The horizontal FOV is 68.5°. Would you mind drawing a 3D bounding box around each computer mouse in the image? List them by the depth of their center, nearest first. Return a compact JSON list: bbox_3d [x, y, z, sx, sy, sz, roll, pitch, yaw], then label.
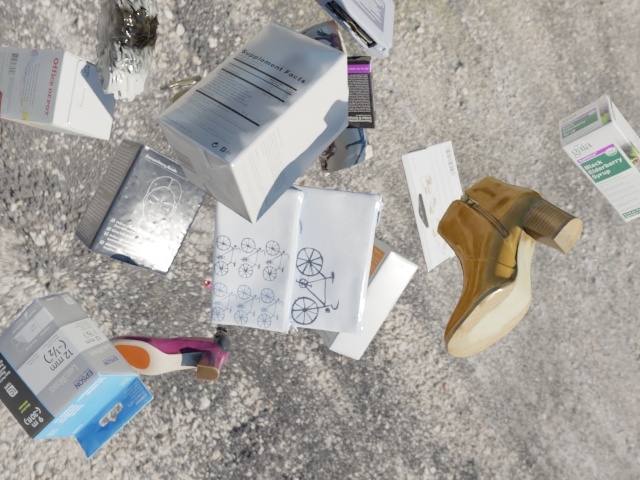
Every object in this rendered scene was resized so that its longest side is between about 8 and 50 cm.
[{"bbox_3d":[-0.306,0.306,1.508,0.041,0.242,0.071,-39,97,-7],"label":"computer mouse"}]

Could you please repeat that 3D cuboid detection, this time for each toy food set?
[{"bbox_3d":[-0.322,-0.346,1.216,0.132,0.038,0.192,-25,61,-23],"label":"toy food set"}]

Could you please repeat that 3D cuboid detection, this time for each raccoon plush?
[{"bbox_3d":[-0.172,-0.436,0.695,0.299,0.446,0.216,-11,49,-42],"label":"raccoon plush"}]

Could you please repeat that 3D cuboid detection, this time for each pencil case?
[{"bbox_3d":[0.019,-0.383,1.318,0.160,0.183,0.410,-46,123,-49],"label":"pencil case"}]

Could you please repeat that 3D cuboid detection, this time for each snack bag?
[{"bbox_3d":[-0.056,0.043,0.977,0.342,0.037,0.323,8,102,3],"label":"snack bag"}]

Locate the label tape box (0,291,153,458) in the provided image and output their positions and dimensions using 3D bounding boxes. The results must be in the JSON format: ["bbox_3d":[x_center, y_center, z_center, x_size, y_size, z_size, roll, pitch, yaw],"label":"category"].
[{"bbox_3d":[-0.614,0.336,1.128,0.249,0.115,0.347,-43,83,9],"label":"label tape box"}]

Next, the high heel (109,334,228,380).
[{"bbox_3d":[-0.503,0.363,1.582,0.377,0.181,0.127,19,110,-8],"label":"high heel"}]

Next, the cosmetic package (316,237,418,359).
[{"bbox_3d":[0.169,0.223,1.917,0.161,0.230,0.453,28,97,-28],"label":"cosmetic package"}]

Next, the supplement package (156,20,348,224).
[{"bbox_3d":[-0.103,-0.213,0.842,0.175,0.177,0.293,33,67,21],"label":"supplement package"}]

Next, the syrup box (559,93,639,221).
[{"bbox_3d":[0.566,-0.153,0.902,0.237,0.093,0.096,38,47,-21],"label":"syrup box"}]

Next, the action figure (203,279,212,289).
[{"bbox_3d":[-0.426,0.188,1.895,0.115,0.030,0.038,37,46,-38],"label":"action figure"}]

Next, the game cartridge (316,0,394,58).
[{"bbox_3d":[0.087,-0.622,1.189,0.294,0.060,0.196,24,70,-45],"label":"game cartridge"}]

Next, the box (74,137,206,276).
[{"bbox_3d":[-0.630,-0.118,1.689,0.293,0.212,0.395,29,86,-43],"label":"box"}]

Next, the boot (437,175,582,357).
[{"bbox_3d":[0.259,0.032,0.788,0.295,0.211,0.104,-49,125,0],"label":"boot"}]

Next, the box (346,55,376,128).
[{"bbox_3d":[0.061,-0.323,1.038,0.029,0.116,0.162,-67,156,-43],"label":"box"}]

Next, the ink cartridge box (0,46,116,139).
[{"bbox_3d":[-0.490,-0.269,0.868,0.127,0.176,0.128,5,97,-68],"label":"ink cartridge box"}]

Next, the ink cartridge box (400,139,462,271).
[{"bbox_3d":[0.266,-0.086,1.129,0.239,0.060,0.275,-22,101,-44],"label":"ink cartridge box"}]
